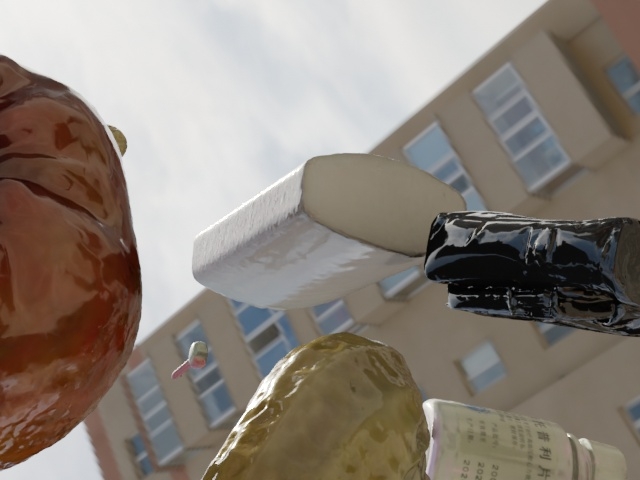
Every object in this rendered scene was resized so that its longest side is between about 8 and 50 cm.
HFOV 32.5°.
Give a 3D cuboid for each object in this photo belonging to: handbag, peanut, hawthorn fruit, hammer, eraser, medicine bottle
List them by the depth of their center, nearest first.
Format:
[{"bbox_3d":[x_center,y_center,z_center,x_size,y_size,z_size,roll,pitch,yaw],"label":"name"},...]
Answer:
[{"bbox_3d":[-0.015,0.206,0.812,0.340,0.158,0.174,-52,-53,-47],"label":"peanut"},{"bbox_3d":[0.247,0.032,0.861,0.275,0.244,0.088,12,-96,-31],"label":"handbag"},{"bbox_3d":[-0.392,0.039,0.935,0.472,0.472,0.472,36,-148,-27],"label":"hawthorn fruit"},{"bbox_3d":[0.000,0.000,1.093,0.174,0.270,0.094,13,-111,-25],"label":"eraser"},{"bbox_3d":[0.271,0.330,1.552,0.293,0.170,0.170,14,-142,-8],"label":"medicine bottle"},{"bbox_3d":[-0.221,0.206,1.835,0.031,0.083,0.052,41,-156,-20],"label":"hammer"},{"bbox_3d":[-0.393,-0.165,1.939,0.082,0.187,0.082,1,-93,-23],"label":"peanut"}]
